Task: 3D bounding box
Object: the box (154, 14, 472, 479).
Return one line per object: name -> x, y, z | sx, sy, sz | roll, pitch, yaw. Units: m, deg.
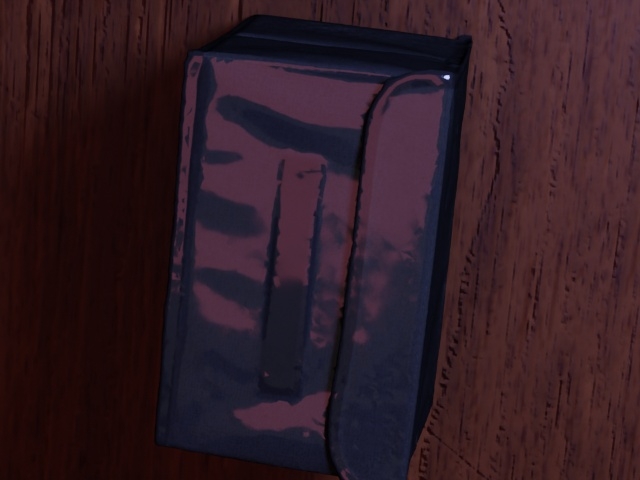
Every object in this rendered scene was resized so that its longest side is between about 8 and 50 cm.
box -> 0.001, 0.000, 1.600 | 0.204, 0.251, 0.345 | 8, 105, 7
